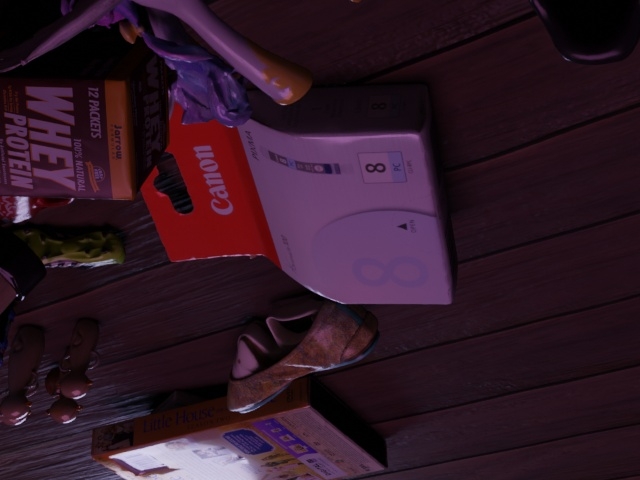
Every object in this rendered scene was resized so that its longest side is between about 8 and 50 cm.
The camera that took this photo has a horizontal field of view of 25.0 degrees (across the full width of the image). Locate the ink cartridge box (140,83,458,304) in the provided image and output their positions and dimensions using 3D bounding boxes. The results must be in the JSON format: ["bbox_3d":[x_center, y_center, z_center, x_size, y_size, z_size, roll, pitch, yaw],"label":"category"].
[{"bbox_3d":[-0.042,-0.045,1.732,0.385,0.091,0.308,-2,140,12],"label":"ink cartridge box"}]

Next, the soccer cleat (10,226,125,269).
[{"bbox_3d":[-0.355,0.017,1.979,0.179,0.060,0.072,0,158,7],"label":"soccer cleat"}]

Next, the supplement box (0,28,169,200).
[{"bbox_3d":[-0.273,-0.136,1.520,0.194,0.191,0.129,2,112,6],"label":"supplement box"}]

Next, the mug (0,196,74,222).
[{"bbox_3d":[-0.367,-0.082,1.729,0.113,0.150,0.169,-28,163,-20],"label":"mug"}]

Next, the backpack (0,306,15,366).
[{"bbox_3d":[-0.547,0.157,2.143,0.158,0.173,0.117,-8,147,22],"label":"backpack"}]

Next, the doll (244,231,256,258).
[{"bbox_3d":[0.000,0.000,1.889,0.189,0.046,0.129,3,142,8],"label":"doll"}]

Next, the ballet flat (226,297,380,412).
[{"bbox_3d":[-0.054,0.157,2.131,0.123,0.123,0.349,25,146,-29],"label":"ballet flat"}]

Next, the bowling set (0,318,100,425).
[{"bbox_3d":[-0.439,0.239,2.285,0.287,0.154,0.200,-7,148,23],"label":"bowling set"}]

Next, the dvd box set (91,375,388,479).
[{"bbox_3d":[-0.136,0.359,2.484,0.421,0.062,0.307,-16,146,22],"label":"dvd box set"}]

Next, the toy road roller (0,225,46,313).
[{"bbox_3d":[-0.524,0.016,1.807,0.330,0.202,0.240,7,140,53],"label":"toy road roller"}]

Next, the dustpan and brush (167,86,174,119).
[{"bbox_3d":[-0.254,-0.123,1.678,0.147,0.060,0.211,20,122,1],"label":"dustpan and brush"}]

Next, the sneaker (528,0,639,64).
[{"bbox_3d":[0.211,-0.316,1.135,0.185,0.202,0.483,-6,149,19],"label":"sneaker"}]

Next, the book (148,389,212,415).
[{"bbox_3d":[-0.235,0.305,2.489,0.096,0.035,0.144,20,146,-21],"label":"book"}]

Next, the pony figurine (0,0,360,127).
[{"bbox_3d":[-0.143,-0.258,1.292,0.351,0.302,0.363,-37,134,7],"label":"pony figurine"}]
